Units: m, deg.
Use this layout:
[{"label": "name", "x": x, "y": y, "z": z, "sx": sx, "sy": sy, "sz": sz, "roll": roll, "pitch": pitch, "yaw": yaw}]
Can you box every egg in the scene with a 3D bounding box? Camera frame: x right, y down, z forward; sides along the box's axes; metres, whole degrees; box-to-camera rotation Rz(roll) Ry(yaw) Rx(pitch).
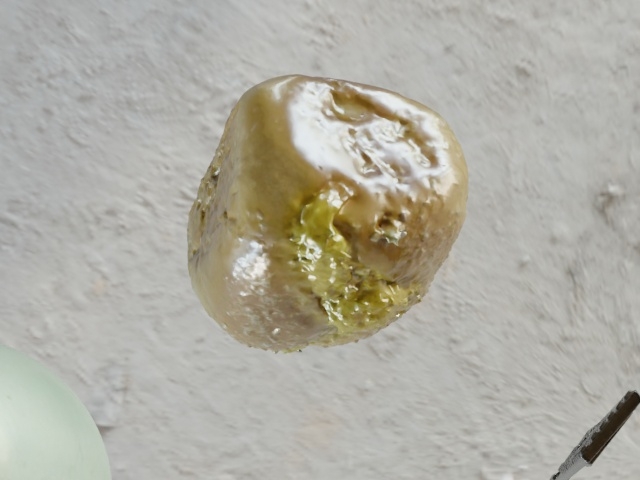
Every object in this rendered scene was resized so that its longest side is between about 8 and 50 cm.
[{"label": "egg", "x": -0.218, "y": 0.148, "z": 0.771, "sx": 0.182, "sy": 0.264, "sz": 0.183, "roll": 1, "pitch": 64, "yaw": -2}]

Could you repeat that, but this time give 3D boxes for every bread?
[{"label": "bread", "x": 0.000, "y": 0.000, "z": 1.058, "sx": 0.195, "sy": 0.246, "sz": 0.176, "roll": 4, "pitch": 60, "yaw": -18}]

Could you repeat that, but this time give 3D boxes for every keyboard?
[{"label": "keyboard", "x": 0.200, "y": 0.151, "z": 0.960, "sx": 0.013, "sy": 0.204, "sz": 0.061, "roll": 40, "pitch": 81, "yaw": 13}]
